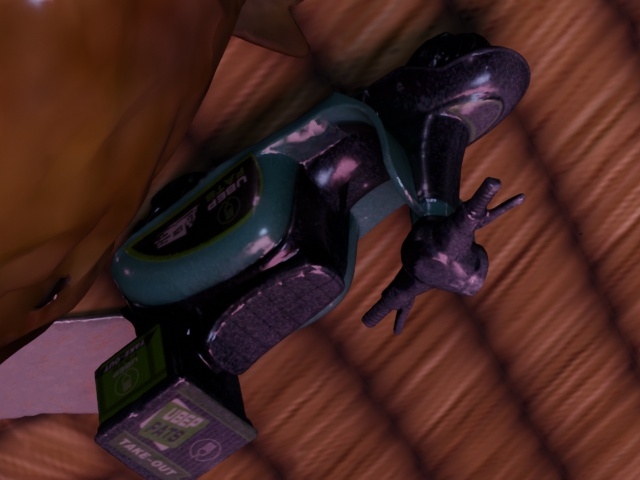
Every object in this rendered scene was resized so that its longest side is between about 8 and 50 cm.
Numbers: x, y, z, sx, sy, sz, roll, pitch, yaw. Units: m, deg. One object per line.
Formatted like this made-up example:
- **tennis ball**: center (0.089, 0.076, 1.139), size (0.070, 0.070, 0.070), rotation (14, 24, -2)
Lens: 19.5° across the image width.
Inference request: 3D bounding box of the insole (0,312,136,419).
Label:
- **insole**: center (-0.133, 0.048, 0.678), size (0.197, 0.004, 0.065), rotation (-4, 130, -10)

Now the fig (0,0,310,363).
- **fig**: center (-0.098, -0.076, 0.444), size (0.286, 0.286, 0.368), rotation (-40, 150, 19)

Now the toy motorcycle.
- **toy motorcycle**: center (0.000, 0.000, 0.607), size (0.173, 0.100, 0.058), rotation (-35, 129, 17)
